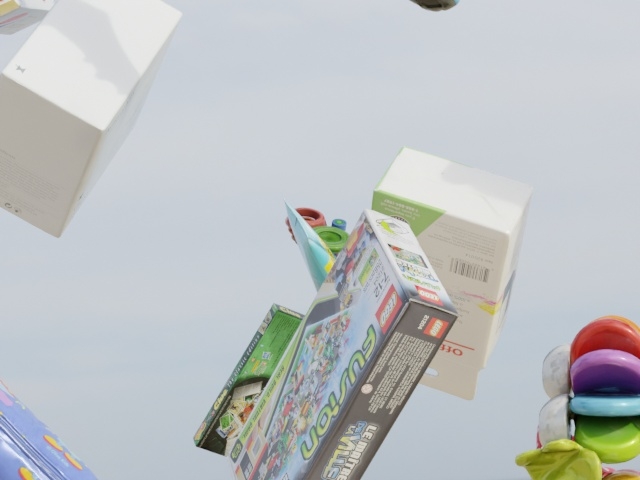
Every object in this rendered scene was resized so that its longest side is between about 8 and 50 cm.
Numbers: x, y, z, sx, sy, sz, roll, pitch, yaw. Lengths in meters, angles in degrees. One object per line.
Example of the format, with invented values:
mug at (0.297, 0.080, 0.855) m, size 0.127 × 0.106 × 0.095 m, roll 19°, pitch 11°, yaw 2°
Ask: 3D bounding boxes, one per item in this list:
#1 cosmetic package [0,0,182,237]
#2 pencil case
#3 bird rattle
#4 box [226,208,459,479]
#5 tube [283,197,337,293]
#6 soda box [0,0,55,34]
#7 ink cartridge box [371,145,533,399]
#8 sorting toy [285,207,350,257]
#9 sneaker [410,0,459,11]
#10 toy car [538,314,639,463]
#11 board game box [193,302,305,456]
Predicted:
cosmetic package at (-0.293, -0.167, 1.877) m, size 0.138 × 0.224 × 0.224 m, roll 29°, pitch -40°, yaw -2°
pencil case at (-0.341, 0.242, 1.744) m, size 0.119 × 0.306 × 0.133 m, roll -43°, pitch -3°, yaw -26°
bird rattle at (0.320, 0.301, 1.811) m, size 0.207 × 0.143 × 0.253 m, roll 15°, pitch 1°, yaw 20°
box at (0.009, 0.095, 0.999) m, size 0.036 × 0.207 × 0.114 m, roll 19°, pitch 22°, yaw -23°
tube at (0.013, 0.046, 1.723) m, size 0.052 × 0.080 × 0.207 m, roll -34°, pitch -51°, yaw -5°
soda box at (-0.383, -0.294, 1.906) m, size 0.074 × 0.069 × 0.216 m, roll -24°, pitch 4°, yaw 5°
ink cartridge box at (0.175, 0.054, 2.315) m, size 0.207 × 0.119 × 0.353 m, roll 19°, pitch -46°, yaw 13°
sorting toy at (0.000, 0.000, 1.800) m, size 0.061 × 0.042 × 0.102 m, roll -8°, pitch 32°, yaw -28°
sneaker at (0.032, -0.397, 2.071) m, size 0.341 × 0.125 × 0.139 m, roll 34°, pitch -51°, yaw -8°
toy car at (0.327, 0.161, 1.776) m, size 0.159 × 0.182 × 0.136 m, roll 0°, pitch -48°, yaw 13°
board game box at (-0.077, 0.228, 2.437) m, size 0.136 × 0.259 × 0.030 m, roll 24°, pitch 16°, yaw -26°
